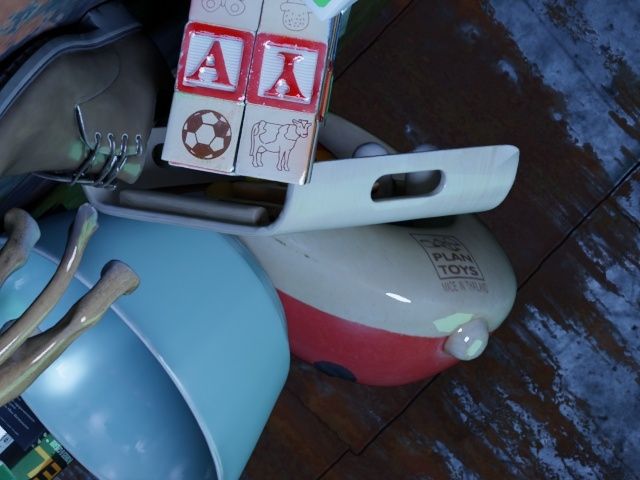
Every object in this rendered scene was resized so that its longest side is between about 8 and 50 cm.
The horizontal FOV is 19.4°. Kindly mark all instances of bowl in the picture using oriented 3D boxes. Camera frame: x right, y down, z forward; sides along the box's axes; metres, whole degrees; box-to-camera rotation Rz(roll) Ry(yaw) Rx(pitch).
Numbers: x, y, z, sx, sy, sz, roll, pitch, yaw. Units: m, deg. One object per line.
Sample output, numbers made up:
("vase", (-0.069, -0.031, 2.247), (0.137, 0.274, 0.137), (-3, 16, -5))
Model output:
("bowl", (-0.146, 0.081, 1.643), (0.163, 0.311, 0.311), (-41, 179, -30))

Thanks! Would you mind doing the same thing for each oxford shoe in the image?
("oxford shoe", (-0.146, -0.070, 1.106), (0.083, 0.096, 0.227), (-42, 180, 36))

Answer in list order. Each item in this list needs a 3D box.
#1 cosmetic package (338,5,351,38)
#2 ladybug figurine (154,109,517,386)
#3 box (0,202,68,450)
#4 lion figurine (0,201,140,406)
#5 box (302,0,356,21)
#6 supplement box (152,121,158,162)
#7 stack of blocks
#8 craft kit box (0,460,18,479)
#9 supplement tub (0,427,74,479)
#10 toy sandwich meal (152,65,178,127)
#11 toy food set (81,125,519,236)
("cosmetic package", (-0.040, -0.190, 1.688), (0.117, 0.085, 0.231), (-44, 179, 1))
("ladybug figurine", (0.000, 0.000, 1.775), (0.305, 0.449, 0.162), (4, 117, -39))
("box", (-0.277, 0.089, 1.867), (0.207, 0.153, 0.108), (-43, -178, 45))
("lion figurine", (-0.300, 0.108, 1.462), (0.240, 0.142, 0.392), (-47, -179, -31))
("box", (0.080, -0.270, 1.023), (0.231, 0.127, 0.262), (-42, -179, 32))
("supplement box", (-0.166, -0.088, 1.963), (0.083, 0.056, 0.083), (-44, 180, 24))
("stack of blocks", (-0.035, -0.128, 1.243), (0.297, 0.087, 0.171), (-68, 168, -87))
("craft kit box", (-0.425, 0.260, 1.712), (0.250, 0.061, 0.246), (-45, -144, -18))
("supplement tub", (-0.368, 0.202, 2.069), (0.316, 0.193, 0.193), (-44, -179, -10))
("toy sandwich meal", (-0.141, -0.128, 1.708), (0.085, 0.029, 0.085), (-44, -179, 1))
("toy food set", (-0.026, -0.067, 1.489), (0.219, 0.092, 0.306), (-7, -170, -38))
